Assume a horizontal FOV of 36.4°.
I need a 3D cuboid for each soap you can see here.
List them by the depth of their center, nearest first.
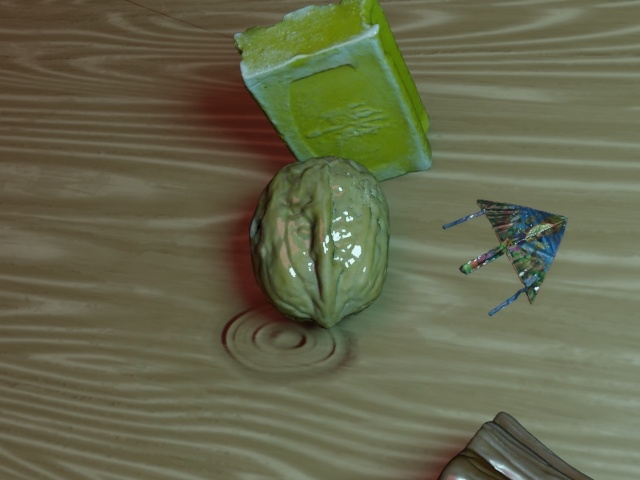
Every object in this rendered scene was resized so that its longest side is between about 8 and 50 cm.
[{"bbox_3d":[0.030,-0.188,1.330,0.199,0.315,0.091,-14,58,13],"label":"soap"}]

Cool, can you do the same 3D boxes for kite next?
[{"bbox_3d":[0.260,0.004,1.307,0.160,0.010,0.183,-27,55,6],"label":"kite"}]

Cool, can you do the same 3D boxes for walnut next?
[{"bbox_3d":[0.000,0.000,1.311,0.198,0.198,0.245,-11,68,16],"label":"walnut"}]

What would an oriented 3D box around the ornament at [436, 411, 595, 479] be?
[{"bbox_3d":[0.228,0.325,1.010,0.217,0.235,0.221,27,81,26],"label":"ornament"}]
